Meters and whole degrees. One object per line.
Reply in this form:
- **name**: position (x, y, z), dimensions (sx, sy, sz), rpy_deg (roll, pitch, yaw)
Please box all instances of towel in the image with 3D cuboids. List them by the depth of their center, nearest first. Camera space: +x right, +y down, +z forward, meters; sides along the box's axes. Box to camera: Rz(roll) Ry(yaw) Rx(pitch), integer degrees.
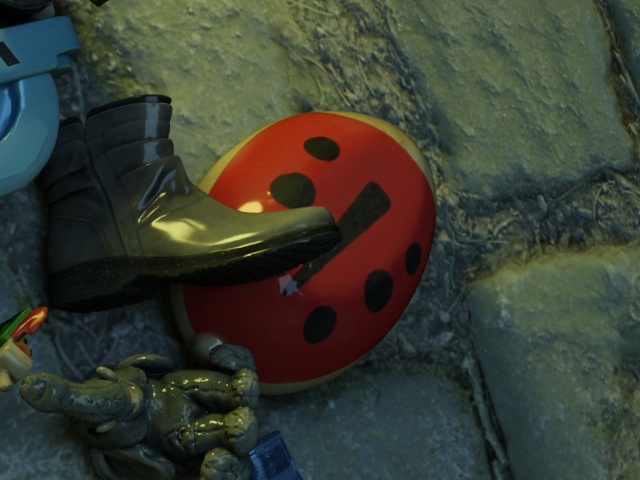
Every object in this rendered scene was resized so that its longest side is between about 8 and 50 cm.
- **towel**: position (-0.049, 0.286, 1.457), dimensions (0.067, 0.029, 0.119), rpy_deg (-24, 87, -39)

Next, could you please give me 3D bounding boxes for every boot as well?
- **boot**: position (-0.156, -0.059, 1.352), dimensions (0.338, 0.118, 0.222), rpy_deg (-10, 77, 7)

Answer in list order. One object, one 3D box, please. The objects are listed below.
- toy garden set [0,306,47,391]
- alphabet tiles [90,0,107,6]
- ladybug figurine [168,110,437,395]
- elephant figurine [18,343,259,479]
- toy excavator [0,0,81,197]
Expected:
- **toy garden set**: position (-0.333, 0.164, 1.185), dimensions (0.049, 0.204, 0.244), rpy_deg (45, 53, -14)
- **alphabet tiles**: position (-0.358, -0.374, 1.350), dimensions (0.342, 0.285, 0.011), rpy_deg (39, 81, -17)
- **ladybug figurine**: position (0.000, 0.000, 1.522), dimensions (0.305, 0.162, 0.449), rpy_deg (48, 52, -11)
- **elephant figurine**: position (-0.190, 0.180, 1.328), dimensions (0.239, 0.186, 0.169), rpy_deg (4, 31, -9)
- **toy excavator**: position (-0.400, -0.058, 1.243), dimensions (0.433, 0.222, 0.445), rpy_deg (-25, 96, -39)
